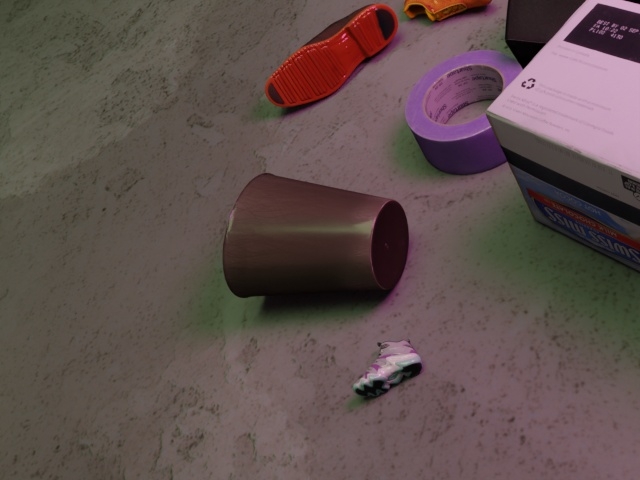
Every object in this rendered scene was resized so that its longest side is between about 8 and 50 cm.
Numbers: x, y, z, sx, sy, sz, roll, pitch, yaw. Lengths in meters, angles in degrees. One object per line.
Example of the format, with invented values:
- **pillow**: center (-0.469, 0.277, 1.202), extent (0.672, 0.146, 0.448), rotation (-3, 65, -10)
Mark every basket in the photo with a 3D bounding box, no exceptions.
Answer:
- **basket**: center (0.000, 0.000, 1.301), extent (0.226, 0.154, 0.204), rotation (5, 58, 30)

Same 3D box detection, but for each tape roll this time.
- **tape roll**: center (0.230, -0.197, 1.373), extent (0.189, 0.080, 0.189), rotation (-17, 47, 19)

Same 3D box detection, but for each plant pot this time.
- **plant pot**: center (0.378, -0.326, 1.329), extent (0.188, 0.187, 0.167), rotation (19, 77, 40)

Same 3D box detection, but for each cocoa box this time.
- **cocoa box**: center (0.420, -0.105, 1.070), extent (0.231, 0.228, 0.347), rotation (-46, 45, -10)

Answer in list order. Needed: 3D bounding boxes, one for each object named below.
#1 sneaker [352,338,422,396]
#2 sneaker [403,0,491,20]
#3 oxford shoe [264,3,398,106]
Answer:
- **sneaker**: center (0.082, 0.163, 1.192), extent (0.098, 0.038, 0.069), rotation (-23, 43, -1)
- **sneaker**: center (0.227, -0.419, 1.588), extent (0.175, 0.064, 0.067), rotation (7, 78, 41)
- **oxford shoe**: center (0.014, -0.334, 1.629), extent (0.271, 0.097, 0.098), rotation (-33, 24, -3)
